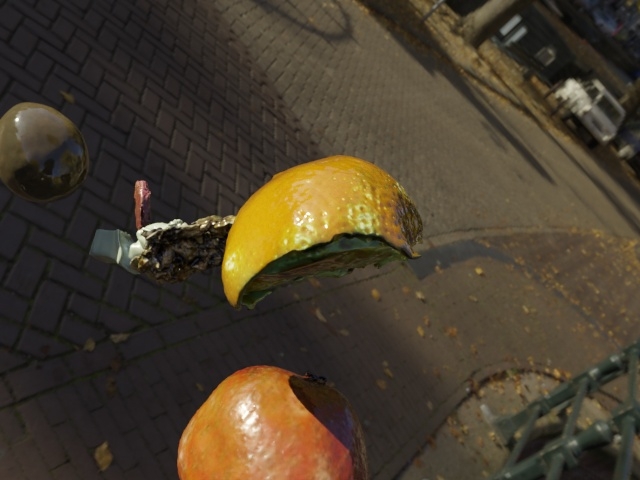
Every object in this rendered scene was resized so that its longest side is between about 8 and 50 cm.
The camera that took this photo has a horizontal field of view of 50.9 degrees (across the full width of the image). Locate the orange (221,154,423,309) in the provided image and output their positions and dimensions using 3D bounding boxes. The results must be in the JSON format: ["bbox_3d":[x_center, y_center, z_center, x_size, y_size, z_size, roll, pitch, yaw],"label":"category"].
[{"bbox_3d":[-0.005,-0.009,0.944,0.196,0.262,0.334,57,25,1],"label":"orange"}]

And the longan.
[{"bbox_3d":[-0.681,-0.216,1.644,0.248,0.248,0.248,33,33,-25],"label":"longan"}]

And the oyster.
[{"bbox_3d":[-0.229,0.026,1.208,0.214,0.223,0.083,-15,75,-11],"label":"oyster"}]

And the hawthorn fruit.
[{"bbox_3d":[-0.064,0.370,0.973,0.285,0.285,0.369,26,36,-34],"label":"hawthorn fruit"}]

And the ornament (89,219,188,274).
[{"bbox_3d":[-0.437,0.022,1.675,0.130,0.285,0.120,27,57,-59],"label":"ornament"}]

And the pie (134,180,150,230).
[{"bbox_3d":[-0.490,-0.094,1.858,0.038,0.153,0.153,-3,52,-21],"label":"pie"}]
